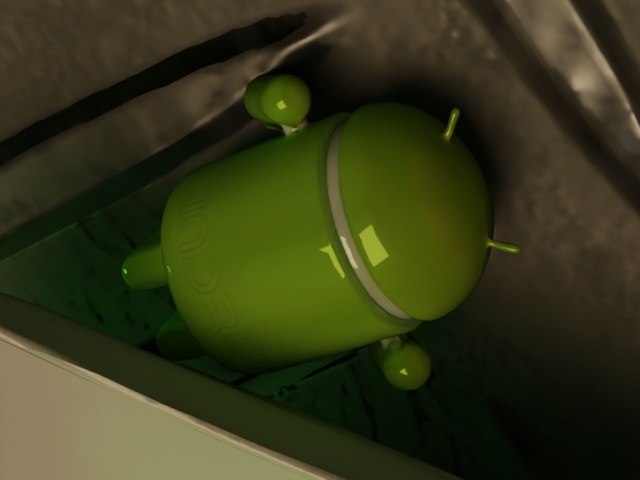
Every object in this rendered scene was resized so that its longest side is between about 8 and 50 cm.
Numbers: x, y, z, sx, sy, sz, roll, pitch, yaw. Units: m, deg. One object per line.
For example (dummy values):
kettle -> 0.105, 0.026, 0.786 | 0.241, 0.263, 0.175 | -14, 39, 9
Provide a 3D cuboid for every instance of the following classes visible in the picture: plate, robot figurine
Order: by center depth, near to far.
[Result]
robot figurine -> 0.000, 0.000, 0.590 | 0.115, 0.067, 0.101 | -20, 101, 28
plate -> -0.017, 0.130, 0.657 | 0.277, 0.045, 0.278 | 22, 143, 5
